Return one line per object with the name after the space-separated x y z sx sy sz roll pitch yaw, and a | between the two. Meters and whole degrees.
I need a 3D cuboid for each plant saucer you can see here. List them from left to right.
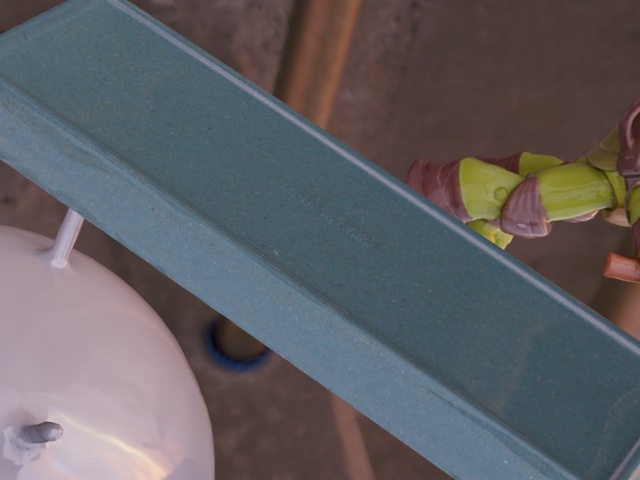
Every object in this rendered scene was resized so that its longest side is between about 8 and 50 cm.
0.000 0.000 0.404 0.067 0.192 0.018 -39 159 -49 | plant saucer

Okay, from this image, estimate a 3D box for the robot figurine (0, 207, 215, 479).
-0.173 0.130 0.739 0.200 0.300 0.353 11 135 -30 | robot figurine

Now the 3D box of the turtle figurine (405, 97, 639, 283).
0.151 -0.024 0.831 0.217 0.269 0.087 -5 107 32 | turtle figurine

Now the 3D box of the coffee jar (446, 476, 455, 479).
0.089 0.126 0.727 0.096 0.079 0.184 -20 177 22 | coffee jar
